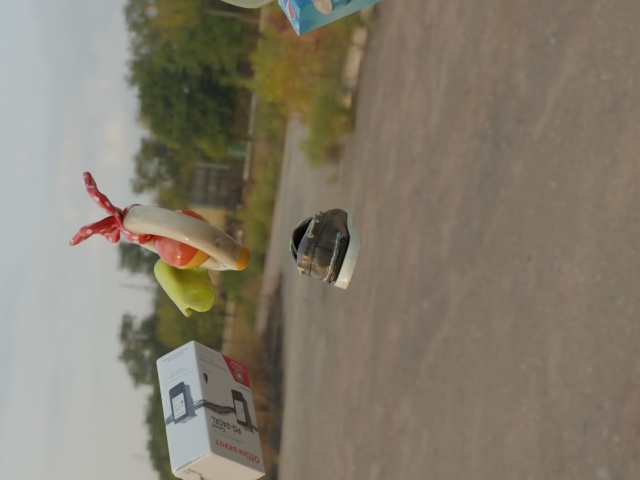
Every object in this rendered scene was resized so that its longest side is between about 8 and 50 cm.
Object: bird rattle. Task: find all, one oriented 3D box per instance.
[{"bbox_3d":[-0.208,-0.013,1.676,0.207,0.253,0.143,-1,57,46],"label":"bird rattle"}]

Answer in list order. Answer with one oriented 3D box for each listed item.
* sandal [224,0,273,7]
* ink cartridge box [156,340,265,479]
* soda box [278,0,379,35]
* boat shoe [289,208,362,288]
[{"bbox_3d":[-0.176,-0.377,1.476,0.120,0.303,0.086,-38,26,38],"label":"sandal"},{"bbox_3d":[-0.129,0.210,1.441,0.109,0.063,0.150,34,-146,-48],"label":"ink cartridge box"},{"bbox_3d":[0.046,-0.375,1.750,0.067,0.210,0.071,59,167,20],"label":"soda box"},{"bbox_3d":[0.000,0.000,1.432,0.228,0.069,0.081,-121,48,-81],"label":"boat shoe"}]
